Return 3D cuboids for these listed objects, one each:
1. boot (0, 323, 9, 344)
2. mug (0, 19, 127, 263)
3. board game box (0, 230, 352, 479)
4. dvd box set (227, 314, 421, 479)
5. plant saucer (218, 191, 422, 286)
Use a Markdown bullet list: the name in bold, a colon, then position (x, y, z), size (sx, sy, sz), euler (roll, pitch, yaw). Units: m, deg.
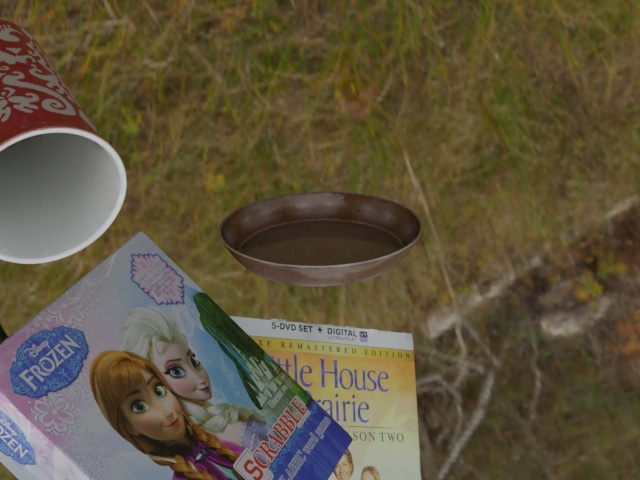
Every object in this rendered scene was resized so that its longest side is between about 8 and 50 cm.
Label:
- **boot**: position (-0.384, 0.141, 1.287), size (0.106, 0.082, 0.219), euler (44, 109, -2)
- **mug**: position (-0.235, -0.071, 0.943), size (0.150, 0.169, 0.113), euler (-27, 137, -8)
- **board game box**: position (-0.146, 0.174, 1.268), size (0.318, 0.318, 0.066), euler (44, 120, -2)
- **dvd box set**: position (-0.009, 0.303, 1.507), size (0.308, 0.420, 0.062), euler (10, 162, -39)
- **plant saucer**: position (0.000, 0.000, 1.099), size (0.168, 0.168, 0.029), euler (-4, 113, -9)
